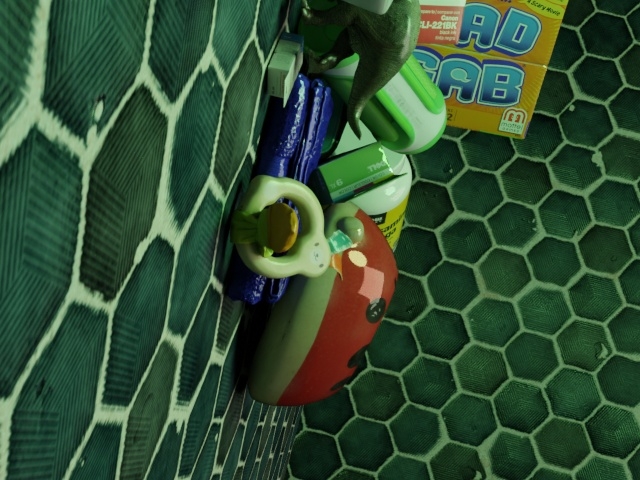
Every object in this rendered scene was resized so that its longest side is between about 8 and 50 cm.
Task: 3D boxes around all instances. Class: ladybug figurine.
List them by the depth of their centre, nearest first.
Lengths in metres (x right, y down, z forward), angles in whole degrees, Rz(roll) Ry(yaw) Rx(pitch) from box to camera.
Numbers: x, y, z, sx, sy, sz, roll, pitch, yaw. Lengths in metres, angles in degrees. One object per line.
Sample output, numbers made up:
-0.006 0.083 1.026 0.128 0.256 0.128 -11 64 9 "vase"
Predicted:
0.008 0.118 1.569 0.449 0.161 0.305 113 1 -53 "ladybug figurine"

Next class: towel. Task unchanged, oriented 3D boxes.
-0.044 -0.063 1.326 0.227 0.076 0.308 2 102 -84 "towel"

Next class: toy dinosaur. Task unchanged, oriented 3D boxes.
0.057 -0.284 1.168 0.121 0.160 0.314 78 7 -70 "toy dinosaur"

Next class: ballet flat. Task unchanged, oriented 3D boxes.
0.023 -0.254 1.505 0.096 0.095 0.280 158 -42 -85 "ballet flat"

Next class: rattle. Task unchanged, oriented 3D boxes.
0.000 0.000 1.179 0.142 0.199 0.130 -13 -130 46 "rattle"

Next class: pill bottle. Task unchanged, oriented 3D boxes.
0.085 -0.095 1.977 0.334 0.187 0.188 94 11 -59 "pill bottle"

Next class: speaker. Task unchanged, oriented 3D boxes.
0.081 -0.233 1.376 0.296 0.131 0.131 39 62 -56 "speaker"

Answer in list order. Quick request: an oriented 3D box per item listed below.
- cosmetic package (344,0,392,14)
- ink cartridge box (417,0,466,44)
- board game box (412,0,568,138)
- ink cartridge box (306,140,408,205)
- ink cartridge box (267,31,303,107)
0.079 -0.444 0.842 0.230 0.161 0.453 98 16 -57 "cosmetic package"
0.147 -0.466 1.518 0.197 0.114 0.273 -132 -137 -55 "ink cartridge box"
0.319 -0.490 2.196 0.356 0.356 0.356 -84 -175 -60 "board game box"
0.038 -0.100 1.469 0.062 0.109 0.209 68 -17 -6 "ink cartridge box"
-0.045 -0.208 1.179 0.048 0.028 0.083 95 10 -53 "ink cartridge box"
